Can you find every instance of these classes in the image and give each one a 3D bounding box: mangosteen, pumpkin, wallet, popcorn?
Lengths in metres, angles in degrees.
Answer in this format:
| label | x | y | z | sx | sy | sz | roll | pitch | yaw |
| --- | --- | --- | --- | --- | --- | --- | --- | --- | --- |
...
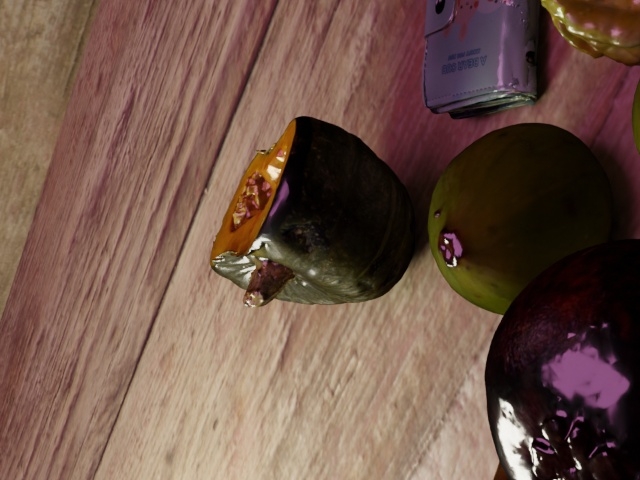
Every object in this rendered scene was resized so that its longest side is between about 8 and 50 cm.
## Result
| label | x | y | z | sx | sy | sz | roll | pitch | yaw |
| --- | --- | --- | --- | --- | --- | --- | --- | --- | --- |
| mangosteen | 0.287 | 0.136 | 1.193 | 0.297 | 0.293 | 0.297 | 6 | 105 | 25 |
| pumpkin | 0.000 | 0.000 | 1.792 | 0.242 | 0.232 | 0.325 | -66 | 10 | -15 |
| wallet | 0.195 | -0.276 | 1.675 | 0.176 | 0.075 | 0.250 | -8 | 77 | 56 |
| popcorn | 0.304 | -0.260 | 1.369 | 0.197 | 0.155 | 0.198 | 8 | 103 | 38 |

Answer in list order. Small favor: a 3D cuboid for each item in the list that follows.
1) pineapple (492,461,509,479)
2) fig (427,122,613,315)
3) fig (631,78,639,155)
| label | x | y | z | sx | sy | sz | roll | pitch | yaw |
| --- | --- | --- | --- | --- | --- | --- | --- | --- | --- |
| pineapple | 0.207 | 0.247 | 1.524 | 0.114 | 0.077 | 0.114 | -34 | 41 | 51 |
| fig | 0.189 | -0.021 | 1.460 | 0.203 | 0.225 | 0.203 | 8 | 102 | 41 |
| fig | 0.362 | -0.091 | 1.152 | 0.207 | 0.207 | 0.230 | -46 | 44 | 49 |
